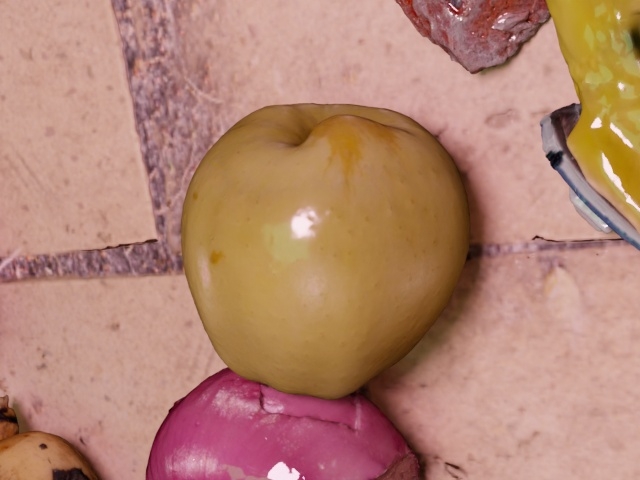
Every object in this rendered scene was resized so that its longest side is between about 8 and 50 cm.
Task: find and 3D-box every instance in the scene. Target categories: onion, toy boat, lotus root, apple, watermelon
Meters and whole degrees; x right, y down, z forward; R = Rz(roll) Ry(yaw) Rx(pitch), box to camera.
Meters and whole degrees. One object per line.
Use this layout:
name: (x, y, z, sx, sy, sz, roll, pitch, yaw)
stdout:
onion: (-0.037, 0.180, 0.990, 0.200, 0.200, 0.207, 22, 157, 30)
toy boat: (0.183, -0.027, 0.847, 0.140, 0.059, 0.066, 45, 150, 17)
lotus root: (-0.229, 0.251, 1.165, 0.257, 0.140, 0.154, 49, 131, 9)
apple: (0.000, 0.000, 0.908, 0.200, 0.200, 0.200, 10, 107, 34)
watermelon: (0.099, -0.170, 0.864, 0.187, 0.071, 0.139, 5, 109, 35)

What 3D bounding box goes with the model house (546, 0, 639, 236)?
model house: (0.229, -0.093, 0.709, 0.174, 0.193, 0.234, -17, 91, 35)
